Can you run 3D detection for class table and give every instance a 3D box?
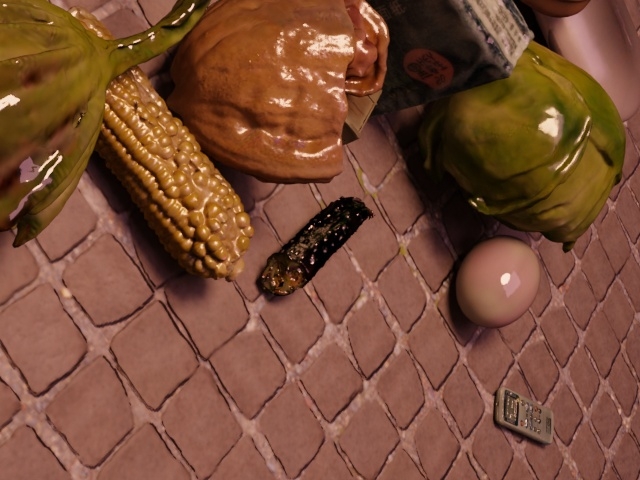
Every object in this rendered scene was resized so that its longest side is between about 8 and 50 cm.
[{"bbox_3d":[0.015,-0.162,1.083,0.079,0.062,0.083,47,51,-25],"label":"table"}]

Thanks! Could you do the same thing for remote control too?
[{"bbox_3d":[0.428,-0.344,1.513,0.221,0.103,0.332,-35,102,-41],"label":"remote control"},{"bbox_3d":[0.275,0.237,1.273,0.124,0.018,0.053,30,59,-37],"label":"remote control"}]

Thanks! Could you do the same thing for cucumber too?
[{"bbox_3d":[0.000,0.000,1.036,0.181,0.053,0.053,-42,109,-46],"label":"cucumber"}]

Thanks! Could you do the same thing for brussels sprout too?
[{"bbox_3d":[0.257,-0.125,1.197,0.259,0.227,0.294,34,29,-33],"label":"brussels sprout"}]

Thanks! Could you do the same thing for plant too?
[{"bbox_3d":[-0.177,-0.146,0.739,0.333,0.180,0.251,-21,105,-19],"label":"plant"}]

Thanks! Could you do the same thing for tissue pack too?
[{"bbox_3d":[0.058,-0.295,1.041,0.316,0.228,0.103,49,54,-25],"label":"tissue pack"}]

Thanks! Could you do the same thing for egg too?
[{"bbox_3d":[0.227,0.052,1.210,0.103,0.103,0.135,51,51,-23],"label":"egg"}]

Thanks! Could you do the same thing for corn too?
[{"bbox_3d":[-0.157,-0.084,0.874,0.288,0.086,0.086,56,47,-16],"label":"corn"}]

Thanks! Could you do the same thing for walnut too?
[{"bbox_3d":[-0.038,-0.181,0.932,0.204,0.141,0.238,25,50,0],"label":"walnut"}]

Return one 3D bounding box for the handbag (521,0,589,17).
[{"bbox_3d":[0.333,-0.492,1.378,0.283,0.149,0.302,33,63,13],"label":"handbag"}]
